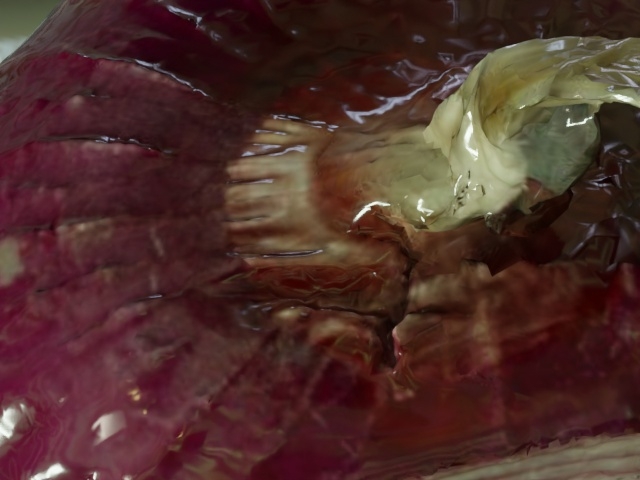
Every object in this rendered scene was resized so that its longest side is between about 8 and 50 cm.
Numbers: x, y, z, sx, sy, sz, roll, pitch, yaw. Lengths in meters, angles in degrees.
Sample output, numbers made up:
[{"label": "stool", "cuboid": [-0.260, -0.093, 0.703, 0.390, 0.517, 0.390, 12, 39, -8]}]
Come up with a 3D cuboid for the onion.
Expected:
[{"label": "onion", "cuboid": [-0.010, 0.013, 0.517, 0.256, 0.230, 0.272, -84, -2, -57]}]
